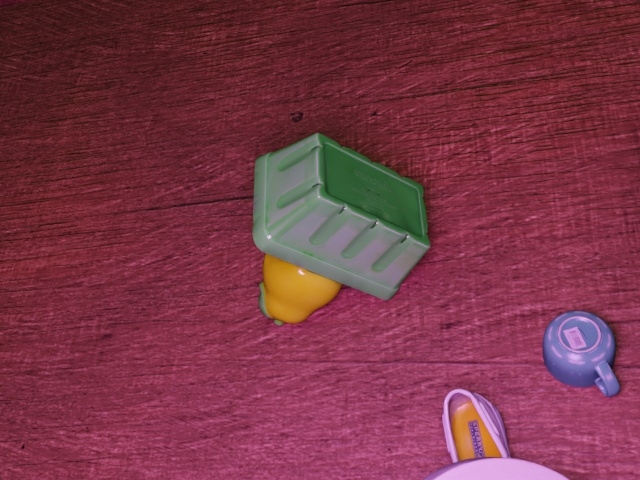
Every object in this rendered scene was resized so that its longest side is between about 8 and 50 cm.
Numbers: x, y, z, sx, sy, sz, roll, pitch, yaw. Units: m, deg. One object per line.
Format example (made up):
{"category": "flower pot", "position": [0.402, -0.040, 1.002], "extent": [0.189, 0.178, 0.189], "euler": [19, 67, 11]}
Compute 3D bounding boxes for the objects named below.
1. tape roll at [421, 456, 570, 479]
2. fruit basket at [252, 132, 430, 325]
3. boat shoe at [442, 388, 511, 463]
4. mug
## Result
{"category": "tape roll", "position": [0.271, 0.526, 1.148], "extent": [0.392, 0.072, 0.392], "euler": [1, 75, -5]}
{"category": "fruit basket", "position": [0.000, 0.000, 1.613], "extent": [0.392, 0.392, 0.282], "euler": [-9, 54, 11]}
{"category": "boat shoe", "position": [0.282, 0.413, 1.288], "extent": [0.136, 0.156, 0.367], "euler": [-24, 52, 21]}
{"category": "mug", "position": [0.493, 0.200, 1.423], "extent": [0.158, 0.097, 0.129], "euler": [19, 64, 28]}
